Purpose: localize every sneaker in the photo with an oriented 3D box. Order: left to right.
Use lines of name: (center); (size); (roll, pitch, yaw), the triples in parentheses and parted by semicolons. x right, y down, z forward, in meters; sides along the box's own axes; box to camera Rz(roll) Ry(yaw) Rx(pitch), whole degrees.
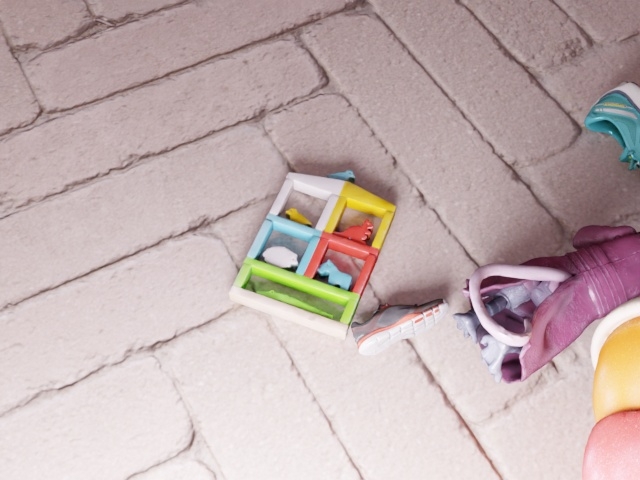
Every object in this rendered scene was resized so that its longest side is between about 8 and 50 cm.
sneaker: (0.117, 0.112, 1.203); (0.158, 0.061, 0.064); (-21, 56, -15)
sneaker: (0.573, -0.153, 1.378); (0.110, 0.107, 0.275); (-39, 60, -2)

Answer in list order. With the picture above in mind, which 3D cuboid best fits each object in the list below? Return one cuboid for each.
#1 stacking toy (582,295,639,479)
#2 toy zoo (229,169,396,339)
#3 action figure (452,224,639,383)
stacking toy: (0.380, 0.319, 0.844); (0.351, 0.350, 0.480); (30, 61, 16)
toy zoo: (0.000, 0.000, 1.287); (0.193, 0.030, 0.293); (19, 59, 10)
action figure: (0.372, 0.049, 1.140); (0.370, 0.275, 0.248); (-23, 54, 0)
